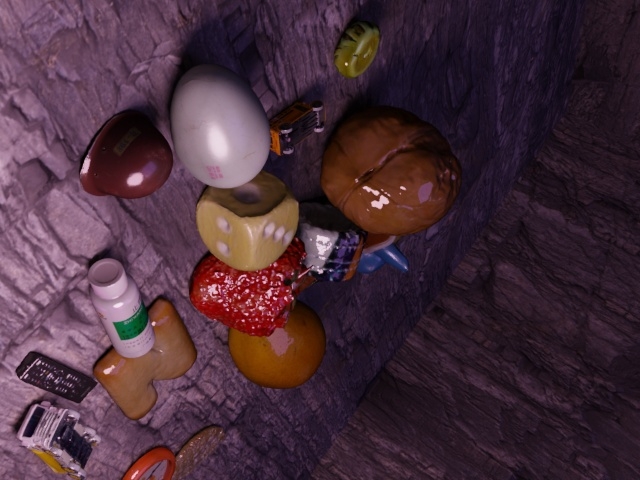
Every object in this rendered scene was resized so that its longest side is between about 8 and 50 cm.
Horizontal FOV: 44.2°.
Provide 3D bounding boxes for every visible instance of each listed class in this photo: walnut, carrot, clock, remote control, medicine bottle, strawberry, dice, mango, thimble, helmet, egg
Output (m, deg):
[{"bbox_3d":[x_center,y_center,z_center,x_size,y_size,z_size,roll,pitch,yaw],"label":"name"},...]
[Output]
[{"bbox_3d":[0.185,-0.178,2.061,0.308,0.354,0.398,-37,167,32],"label":"walnut"},{"bbox_3d":[-0.031,0.086,2.147,0.210,0.061,0.061,-36,148,-51],"label":"carrot"},{"bbox_3d":[-0.469,0.642,2.108,0.205,0.051,0.205,-44,152,-31],"label":"clock"},{"bbox_3d":[-0.524,0.278,1.580,0.063,0.025,0.245,-53,157,-12],"label":"remote control"},{"bbox_3d":[-0.399,0.137,1.575,0.095,0.095,0.260,-47,155,-26],"label":"medicine bottle"},{"bbox_3d":[-0.162,0.097,1.892,0.261,0.258,0.261,15,90,-84],"label":"strawberry"},{"bbox_3d":[-0.159,-0.047,1.738,0.166,0.169,0.169,-40,151,-36],"label":"dice"},{"bbox_3d":[-0.124,0.266,2.153,0.263,0.221,0.378,-51,145,-13],"label":"mango"},{"bbox_3d":[0.000,0.000,2.075,0.237,0.237,0.150,-19,131,-57],"label":"thimble"},{"bbox_3d":[-0.326,-0.130,1.383,0.175,0.106,0.155,-42,152,-26],"label":"helmet"},{"bbox_3d":[-0.187,-0.211,1.462,0.183,0.183,0.264,-47,148,-26],"label":"egg"}]

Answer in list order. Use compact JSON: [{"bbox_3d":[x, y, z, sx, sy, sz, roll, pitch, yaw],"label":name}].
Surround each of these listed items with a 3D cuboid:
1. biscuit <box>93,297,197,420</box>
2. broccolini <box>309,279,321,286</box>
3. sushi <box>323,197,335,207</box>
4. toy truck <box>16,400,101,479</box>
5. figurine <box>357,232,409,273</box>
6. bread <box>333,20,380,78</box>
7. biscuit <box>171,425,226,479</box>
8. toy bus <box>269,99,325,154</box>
[{"bbox_3d":[-0.391,0.280,1.812,0.237,0.062,0.290,-48,154,-24],"label":"biscuit"},{"bbox_3d":[-0.059,0.145,2.354,0.194,0.054,0.052,-38,169,-36],"label":"broccolini"},{"bbox_3d":[0.056,-0.036,2.253,0.127,0.124,0.225,-34,145,-54],"label":"sushi"},{"bbox_3d":[-0.536,0.412,1.610,0.226,0.114,0.098,83,21,-56],"label":"toy truck"},{"bbox_3d":[0.196,-0.063,2.398,0.243,0.297,0.416,-14,139,-12],"label":"figurine"},{"bbox_3d":[0.084,-0.453,1.862,0.130,0.071,0.139,-24,141,-50],"label":"bread"},{"bbox_3d":[-0.372,0.619,2.298,0.290,0.038,0.141,-35,147,-47],"label":"biscuit"},{"bbox_3d":[-0.058,-0.265,1.801,0.162,0.074,0.069,-40,144,-33],"label":"toy bus"}]
